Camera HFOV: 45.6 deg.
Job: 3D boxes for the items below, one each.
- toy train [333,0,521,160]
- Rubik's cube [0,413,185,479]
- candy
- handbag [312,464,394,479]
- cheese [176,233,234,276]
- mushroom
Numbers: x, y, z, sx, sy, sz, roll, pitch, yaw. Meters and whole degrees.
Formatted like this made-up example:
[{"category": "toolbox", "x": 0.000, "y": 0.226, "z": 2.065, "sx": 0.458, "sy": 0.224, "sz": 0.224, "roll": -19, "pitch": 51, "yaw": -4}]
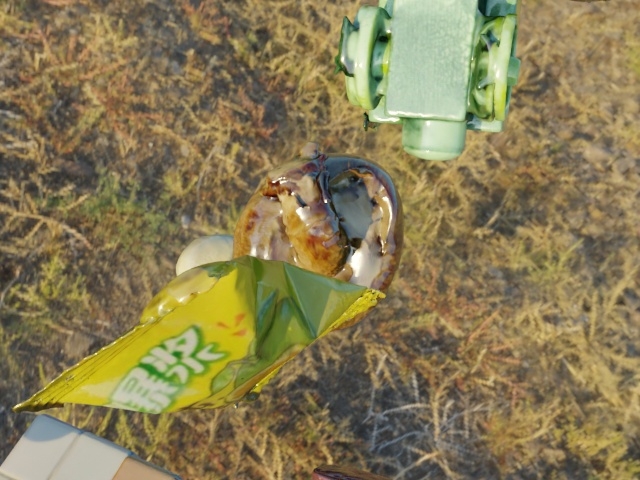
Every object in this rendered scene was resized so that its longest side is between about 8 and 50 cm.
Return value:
[{"category": "toy train", "x": 0.110, "y": -0.208, "z": 0.665, "sx": 0.159, "sy": 0.271, "sz": 0.188, "roll": 7, "pitch": 10, "yaw": 15}, {"category": "Rubik's cube", "x": -0.361, "y": 0.545, "z": 1.239, "sx": 0.344, "sy": 0.346, "sz": 0.347, "roll": 11, "pitch": 55, "yaw": 31}, {"category": "candy", "x": -0.074, "y": 0.081, "z": 0.616, "sx": 0.081, "sy": 0.187, "sz": 0.297, "roll": 57, "pitch": 17, "yaw": 20}, {"category": "handbag", "x": 0.086, "y": 0.428, "z": 1.158, "sx": 0.225, "sy": 0.146, "sz": 0.135, "roll": 7, "pitch": 83, "yaw": 22}, {"category": "cheese", "x": -0.079, "y": 0.081, "z": 1.514, "sx": 0.328, "sy": 0.351, "sz": 0.129, "roll": 2, "pitch": 75, "yaw": 22}, {"category": "mushroom", "x": -0.004, "y": -0.012, "z": 1.107, "sx": 0.263, "sy": 0.283, "sz": 0.195, "roll": -16, "pitch": 47, "yaw": -8}]
